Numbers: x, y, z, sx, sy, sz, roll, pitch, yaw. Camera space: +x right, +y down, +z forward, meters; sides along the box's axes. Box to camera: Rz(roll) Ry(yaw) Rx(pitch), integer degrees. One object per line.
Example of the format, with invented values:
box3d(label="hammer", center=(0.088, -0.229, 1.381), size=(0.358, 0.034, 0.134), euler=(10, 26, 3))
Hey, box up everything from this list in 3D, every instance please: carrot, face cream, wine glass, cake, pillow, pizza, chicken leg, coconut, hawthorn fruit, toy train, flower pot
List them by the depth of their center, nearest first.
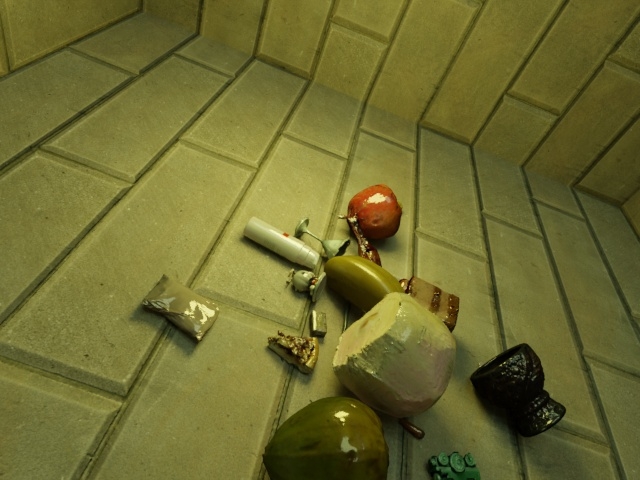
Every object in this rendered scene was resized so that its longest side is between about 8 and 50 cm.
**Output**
box3d(label="toy train", center=(0.438, 0.755, 1.412), size=(0.178, 0.071, 0.104), euler=(10, 54, -18))
box3d(label="coconut", center=(0.280, 0.404, 1.473), size=(0.405, 0.404, 0.404), euler=(13, 42, -13))
box3d(label="carrot", center=(0.319, 0.651, 1.491), size=(0.093, 0.032, 0.032), euler=(33, 42, 14))
box3d(label="pillow", center=(-0.491, 0.232, 1.513), size=(0.270, 0.067, 0.173), euler=(29, 36, 5))
box3d(label="pizza", center=(-0.097, 0.378, 1.545), size=(0.194, 0.069, 0.154), euler=(21, 42, -7))
box3d(label="flower pot", center=(0.751, 0.569, 1.625), size=(0.267, 0.266, 0.267), euler=(-19, 67, -38))
box3d(label="cake", center=(0.403, 0.284, 1.783), size=(0.293, 0.196, 0.198), euler=(30, 43, 4))
box3d(label="face cream", center=(-0.163, 0.015, 1.868), size=(0.346, 0.102, 0.102), euler=(28, 41, 3))
box3d(label="wine glass", center=(0.000, 0.000, 1.938), size=(0.232, 0.156, 0.156), euler=(32, 42, 16))
box3d(label="chicken leg", center=(0.199, 0.078, 1.950), size=(0.158, 0.096, 0.406), euler=(19, 52, -44))
box3d(label="hawthorn fruit", center=(0.233, -0.130, 2.103), size=(0.308, 0.276, 0.276), euler=(-13, 50, -7))

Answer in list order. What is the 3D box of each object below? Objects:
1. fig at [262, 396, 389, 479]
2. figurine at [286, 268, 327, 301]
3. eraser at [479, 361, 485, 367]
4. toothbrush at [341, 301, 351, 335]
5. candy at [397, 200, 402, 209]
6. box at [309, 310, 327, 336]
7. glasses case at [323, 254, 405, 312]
box3d(label="fig", center=(0.020, 0.605, 1.197), size=(0.343, 0.343, 0.343), euler=(13, 42, -13))
box3d(label="figurine", center=(-0.065, 0.167, 1.756), size=(0.154, 0.132, 0.132), euler=(20, 40, 14))
box3d(label="eraser", center=(0.709, 0.536, 1.802), size=(0.099, 0.019, 0.027), euler=(20, 42, -4))
box3d(label="toothbrush", center=(0.095, 0.358, 1.687), size=(0.031, 0.030, 0.297), euler=(26, 41, -12))
box3d(label="candy", center=(0.362, -0.190, 2.340), size=(0.199, 0.094, 0.106), euler=(6, 43, -29))
box3d(label="box", center=(-0.009, 0.322, 1.664), size=(0.062, 0.045, 0.098), euler=(13, 44, -14))
box3d(label="glasses case", center=(0.169, 0.173, 1.733), size=(0.371, 0.173, 0.141), euler=(31, 19, 34))
